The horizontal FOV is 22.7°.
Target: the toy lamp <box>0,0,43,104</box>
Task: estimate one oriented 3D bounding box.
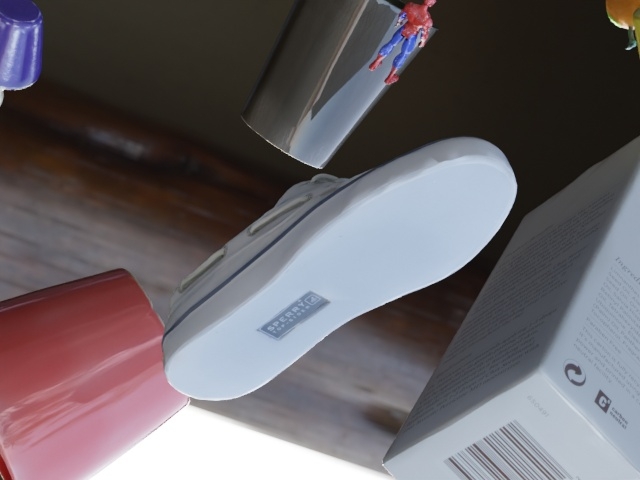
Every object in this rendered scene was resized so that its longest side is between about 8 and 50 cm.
[{"bbox_3d":[-0.322,-0.111,1.508,0.080,0.080,0.275,-91,-159,-49],"label":"toy lamp"}]

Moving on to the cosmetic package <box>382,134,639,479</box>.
[{"bbox_3d":[0.263,0.095,1.618,0.230,0.161,0.453,-38,-169,42],"label":"cosmetic package"}]

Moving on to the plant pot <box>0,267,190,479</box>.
[{"bbox_3d":[-0.311,0.170,1.961,0.275,0.243,0.275,54,-19,28],"label":"plant pot"}]

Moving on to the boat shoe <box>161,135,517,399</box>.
[{"bbox_3d":[0.000,0.000,0.969,0.258,0.095,0.084,-31,-137,21],"label":"boat shoe"}]

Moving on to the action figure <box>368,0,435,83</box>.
[{"bbox_3d":[0.086,-0.203,1.571,0.030,0.038,0.115,-35,167,-38],"label":"action figure"}]

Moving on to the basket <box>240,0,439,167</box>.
[{"bbox_3d":[0.011,-0.219,1.995,0.154,0.204,0.227,43,-76,38],"label":"basket"}]

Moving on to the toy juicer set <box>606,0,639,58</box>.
[{"bbox_3d":[0.461,-0.280,1.694,0.329,0.089,0.209,-26,-158,-2],"label":"toy juicer set"}]
